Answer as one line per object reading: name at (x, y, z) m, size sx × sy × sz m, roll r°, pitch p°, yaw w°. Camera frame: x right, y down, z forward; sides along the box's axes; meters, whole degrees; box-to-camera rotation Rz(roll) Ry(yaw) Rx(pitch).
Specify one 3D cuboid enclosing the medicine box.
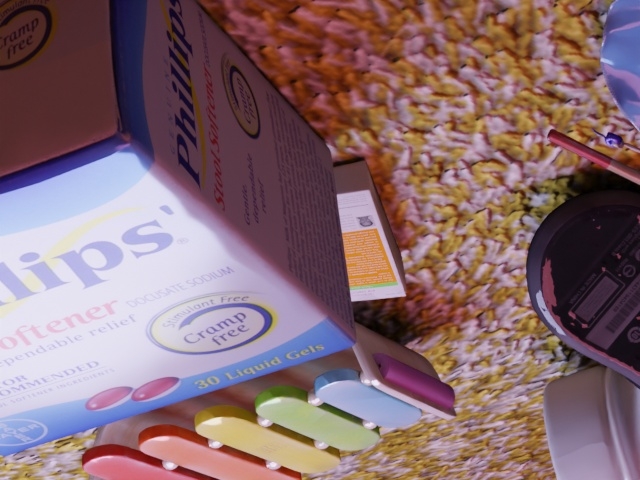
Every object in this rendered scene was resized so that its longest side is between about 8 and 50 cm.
medicine box at (-0.157, -0.014, 0.942) m, size 0.263 × 0.149 × 0.289 m, roll -19°, pitch 150°, yaw 18°

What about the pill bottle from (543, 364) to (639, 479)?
pill bottle at (0.378, 0.147, 1.314) m, size 0.361 × 0.204 × 0.204 m, roll -19°, pitch 149°, yaw 17°

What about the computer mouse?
computer mouse at (0.249, 0.061, 1.181) m, size 0.272 × 0.072 × 0.188 m, roll 41°, pitch 99°, yaw -19°

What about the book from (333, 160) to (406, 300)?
book at (0.000, 0.000, 1.130) m, size 0.096 × 0.035 × 0.144 m, roll -10°, pitch 151°, yaw 8°

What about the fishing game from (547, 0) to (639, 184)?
fishing game at (0.255, -0.101, 0.941) m, size 0.189 × 0.041 × 0.264 m, roll 25°, pitch 137°, yaw -11°

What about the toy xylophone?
toy xylophone at (-0.068, 0.139, 1.306) m, size 0.236 × 0.081 × 0.322 m, roll 21°, pitch 139°, yaw -41°
